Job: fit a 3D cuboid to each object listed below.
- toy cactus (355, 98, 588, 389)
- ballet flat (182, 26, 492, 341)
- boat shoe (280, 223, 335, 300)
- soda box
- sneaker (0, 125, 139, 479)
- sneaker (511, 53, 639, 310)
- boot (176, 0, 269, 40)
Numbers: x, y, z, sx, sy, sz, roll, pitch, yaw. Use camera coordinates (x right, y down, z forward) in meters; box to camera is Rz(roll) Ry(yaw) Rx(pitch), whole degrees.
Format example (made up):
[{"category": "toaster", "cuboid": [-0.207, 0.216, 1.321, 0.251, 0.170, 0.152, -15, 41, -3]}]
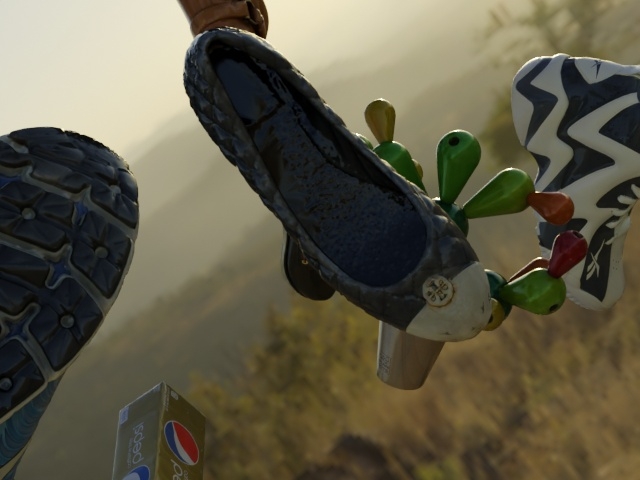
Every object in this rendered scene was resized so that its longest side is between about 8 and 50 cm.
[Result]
[{"category": "toy cactus", "cuboid": [0.069, 0.017, 1.199, 0.112, 0.219, 0.180, -18, -51, -48]}, {"category": "ballet flat", "cuboid": [0.004, -0.020, 0.776, 0.057, 0.173, 0.049, -46, -4, 1]}, {"category": "boat shoe", "cuboid": [-0.001, 0.001, 1.373, 0.049, 0.042, 0.133, -39, -35, -30]}, {"category": "soda box", "cuboid": [-0.143, 0.213, 1.626, 0.058, 0.061, 0.181, -34, 31, 23]}, {"category": "sneaker", "cuboid": [-0.212, 0.083, 1.015, 0.330, 0.130, 0.147, -58, 1, -7]}, {"category": "sneaker", "cuboid": [0.258, -0.047, 1.522, 0.153, 0.235, 0.094, -3, 22, 29]}, {"category": "boot", "cuboid": [-0.088, -0.189, 1.415, 0.073, 0.152, 0.197, -23, -27, 20]}]
